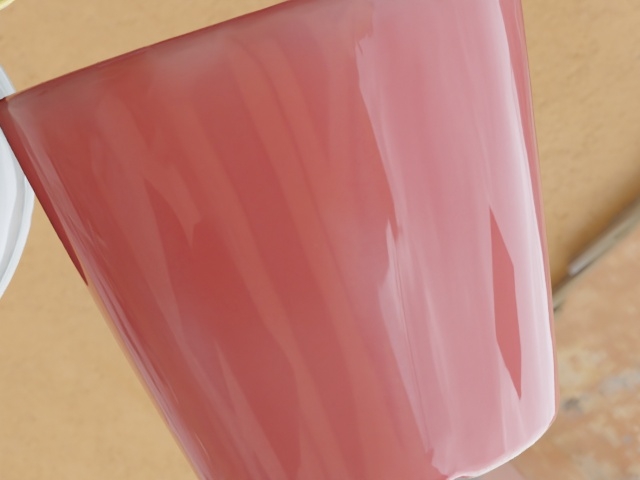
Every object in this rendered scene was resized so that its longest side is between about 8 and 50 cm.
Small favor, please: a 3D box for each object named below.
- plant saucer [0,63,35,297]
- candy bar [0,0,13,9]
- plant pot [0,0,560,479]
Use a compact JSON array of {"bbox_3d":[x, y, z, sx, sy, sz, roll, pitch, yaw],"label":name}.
[{"bbox_3d":[-0.407,-0.020,1.134,0.400,0.400,0.100,-45,-144,-11],"label":"plant saucer"},{"bbox_3d":[-0.331,-0.197,1.268,0.161,0.018,0.040,-37,-149,-29],"label":"candy bar"},{"bbox_3d":[0.000,0.000,0.735,0.275,0.243,0.275,-17,-173,2],"label":"plant pot"}]
